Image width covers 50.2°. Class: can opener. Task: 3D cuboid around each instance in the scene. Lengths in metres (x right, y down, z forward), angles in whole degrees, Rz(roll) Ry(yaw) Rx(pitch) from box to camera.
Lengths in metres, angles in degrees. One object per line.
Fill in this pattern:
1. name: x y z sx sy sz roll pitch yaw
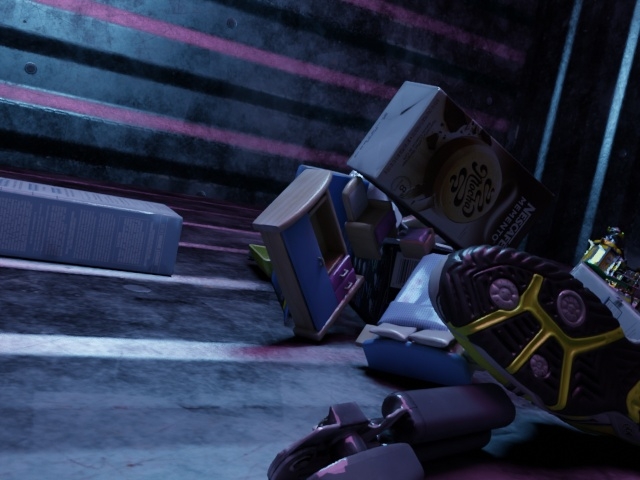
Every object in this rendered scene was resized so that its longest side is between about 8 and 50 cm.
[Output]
1. can opener: 0.079 0.180 0.573 0.283 0.076 0.095 6 40 -43

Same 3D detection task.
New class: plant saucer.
1. plant saucer: -0.053 0.058 1.462 0.188 0.045 0.188 10 6 -17

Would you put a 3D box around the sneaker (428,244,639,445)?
1. sneaker: 0.258 0.138 0.747 0.384 0.145 0.147 32 -26 -18

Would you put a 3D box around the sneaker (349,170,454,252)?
1. sneaker: 0.165 -0.006 1.457 0.210 0.137 0.366 22 -29 28

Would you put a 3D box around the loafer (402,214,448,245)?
1. loafer: 0.142 -0.016 1.719 0.365 0.130 0.134 -9 -7 -11

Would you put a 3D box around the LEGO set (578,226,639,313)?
1. LEGO set: 0.714 0.080 1.424 0.331 0.192 0.255 27 -22 42

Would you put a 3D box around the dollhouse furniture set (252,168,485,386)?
1. dollhouse furniture set: 0.119 0.007 0.918 0.303 0.198 0.286 8 41 33

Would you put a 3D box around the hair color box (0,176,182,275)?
1. hair color box: -0.454 -0.031 1.218 0.374 0.114 0.185 9 6 -24

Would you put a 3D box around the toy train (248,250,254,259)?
1. toy train: -0.091 0.047 1.594 0.158 0.027 0.036 11 -5 4

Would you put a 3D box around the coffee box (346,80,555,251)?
1. coffee box: 0.215 -0.099 1.112 0.297 0.168 0.119 34 3 -28

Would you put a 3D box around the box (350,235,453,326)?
1. box: 0.154 0.073 1.247 0.165 0.143 0.270 11 6 -11

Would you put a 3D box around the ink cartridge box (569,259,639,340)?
1. ink cartridge box: 0.550 0.134 1.319 0.190 0.082 0.139 45 16 15

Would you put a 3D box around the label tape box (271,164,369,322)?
1. label tape box: 0.000 0.000 1.186 0.105 0.241 0.334 12 7 -10
